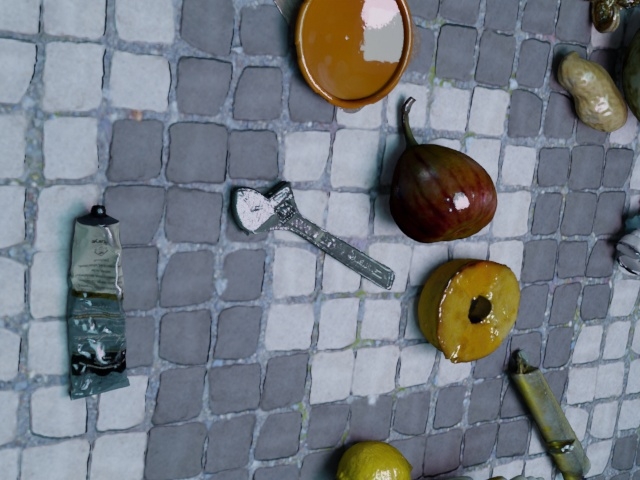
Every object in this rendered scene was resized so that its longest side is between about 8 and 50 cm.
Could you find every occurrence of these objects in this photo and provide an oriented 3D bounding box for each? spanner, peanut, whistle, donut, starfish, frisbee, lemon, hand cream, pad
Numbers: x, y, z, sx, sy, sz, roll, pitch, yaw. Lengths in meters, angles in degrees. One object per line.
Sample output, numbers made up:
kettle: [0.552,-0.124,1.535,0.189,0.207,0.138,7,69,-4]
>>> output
spanner: [0.000,0.000,1.247,0.325,0.026,0.093,32,85,-36]
peanut: [0.453,-0.243,1.454,0.174,0.080,0.080,43,78,-29]
whistle: [0.418,0.326,1.588,0.326,0.057,0.068,58,25,-30]
donut: [0.233,0.106,1.400,0.190,0.074,0.174,-18,110,-33]
starfish: [0.494,-0.439,1.427,0.190,0.074,0.146,-43,123,-17]
frisbee: [0.043,-0.278,1.192,0.192,0.035,0.192,-8,106,-31]
lemon: [0.080,0.363,1.342,0.133,0.109,0.109,-3,104,-25]
hand cream: [-0.275,0.076,1.080,0.075,0.052,0.248,0,109,-10]
pad: [0.034,-0.322,1.199,0.176,0.002,0.266,-44,122,-16]

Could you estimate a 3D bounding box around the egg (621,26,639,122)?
egg: [0.628,-0.289,1.449,0.238,0.238,0.289,63,34,-28]

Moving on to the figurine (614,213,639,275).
figurine: [0.646,-0.038,1.617,0.245,0.110,0.138,-41,130,-14]

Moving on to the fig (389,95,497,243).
fig: [0.160,-0.075,1.271,0.202,0.148,0.149,33,46,3]

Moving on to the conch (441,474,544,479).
conch: [0.192,0.493,1.403,0.368,0.197,0.249,-43,101,-23]
